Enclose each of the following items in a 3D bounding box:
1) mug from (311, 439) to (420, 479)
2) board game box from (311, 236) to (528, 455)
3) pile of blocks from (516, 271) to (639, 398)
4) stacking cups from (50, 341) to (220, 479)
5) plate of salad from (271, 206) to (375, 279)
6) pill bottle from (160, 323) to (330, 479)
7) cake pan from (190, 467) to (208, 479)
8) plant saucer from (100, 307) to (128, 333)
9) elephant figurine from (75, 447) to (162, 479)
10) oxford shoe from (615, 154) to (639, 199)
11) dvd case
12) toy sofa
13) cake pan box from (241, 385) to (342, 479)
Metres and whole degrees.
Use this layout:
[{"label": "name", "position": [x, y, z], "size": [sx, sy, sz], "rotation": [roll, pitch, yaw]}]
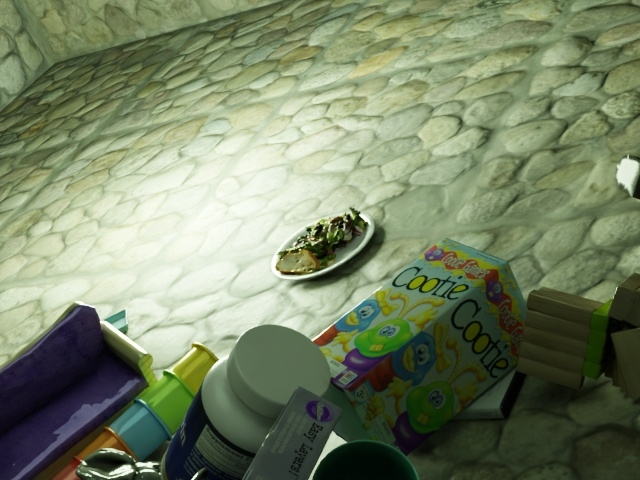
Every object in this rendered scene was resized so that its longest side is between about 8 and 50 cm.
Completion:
[{"label": "mug", "position": [0.043, 0.322, 1.444], "size": [0.129, 0.097, 0.158], "rotation": [34, 61, 21]}, {"label": "board game box", "position": [0.129, 0.143, 1.611], "size": [0.275, 0.144, 0.142], "rotation": [-37, 29, -18]}, {"label": "pile of blocks", "position": [0.421, 0.101, 1.505], "size": [0.362, 0.149, 0.112], "rotation": [-12, 4, 29]}, {"label": "stacking cups", "position": [-0.275, 0.284, 1.840], "size": [0.316, 0.096, 0.096], "rotation": [-40, 29, -24]}, {"label": "plate of salad", "position": [0.000, 0.000, 2.152], "size": [0.199, 0.048, 0.200], "rotation": [-22, 26, 12]}, {"label": "pill bottle", "position": [-0.093, 0.235, 1.553], "size": [0.265, 0.153, 0.153], "rotation": [-60, 3, 39]}, {"label": "cake pan", "position": [-0.183, 0.401, 1.404], "size": [0.054, 0.293, 0.293], "rotation": [28, 45, 5]}, {"label": "plant saucer", "position": [-0.437, 0.187, 2.259], "size": [0.192, 0.018, 0.067], "rotation": [-26, 26, 2]}, {"label": "elephant figurine", "position": [-0.260, 0.360, 1.664], "size": [0.239, 0.186, 0.169], "rotation": [-45, -14, -52]}, {"label": "oxford shoe", "position": [0.509, -0.062, 1.771], "size": [0.076, 0.076, 0.212], "rotation": [7, 29, -22]}, {"label": "dvd case", "position": [0.168, 0.180, 1.696], "size": [0.253, 0.022, 0.180], "rotation": [-8, 32, 35]}, {"label": "toy sofa", "position": [-0.429, 0.273, 1.894], "size": [0.362, 0.177, 0.150], "rotation": [-38, 39, -21]}, {"label": "cake pan box", "position": [-0.077, 0.323, 1.366], "size": [0.246, 0.070, 0.267], "rotation": [-64, -4, 32]}]
